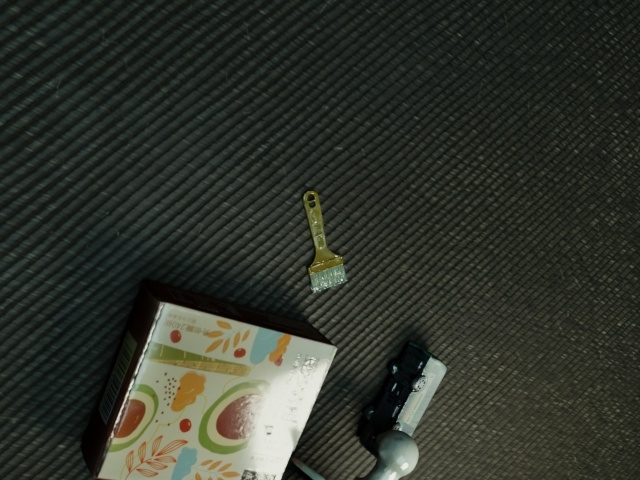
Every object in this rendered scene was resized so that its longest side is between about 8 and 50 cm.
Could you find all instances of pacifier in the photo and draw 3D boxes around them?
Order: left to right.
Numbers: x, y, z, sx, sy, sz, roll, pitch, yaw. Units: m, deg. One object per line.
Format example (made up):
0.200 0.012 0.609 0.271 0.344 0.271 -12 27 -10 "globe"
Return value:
0.109 0.519 1.608 0.269 0.343 0.288 -49 151 -13 "pacifier"

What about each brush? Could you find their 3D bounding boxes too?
0.000 0.000 1.558 0.082 0.010 0.218 -20 114 -20 "brush"

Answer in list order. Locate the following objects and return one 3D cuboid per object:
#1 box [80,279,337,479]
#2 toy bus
-0.210 0.296 1.480 0.385 0.122 0.345 19 97 -30 "box"
0.183 0.362 1.726 0.109 0.091 0.262 26 94 -42 "toy bus"
